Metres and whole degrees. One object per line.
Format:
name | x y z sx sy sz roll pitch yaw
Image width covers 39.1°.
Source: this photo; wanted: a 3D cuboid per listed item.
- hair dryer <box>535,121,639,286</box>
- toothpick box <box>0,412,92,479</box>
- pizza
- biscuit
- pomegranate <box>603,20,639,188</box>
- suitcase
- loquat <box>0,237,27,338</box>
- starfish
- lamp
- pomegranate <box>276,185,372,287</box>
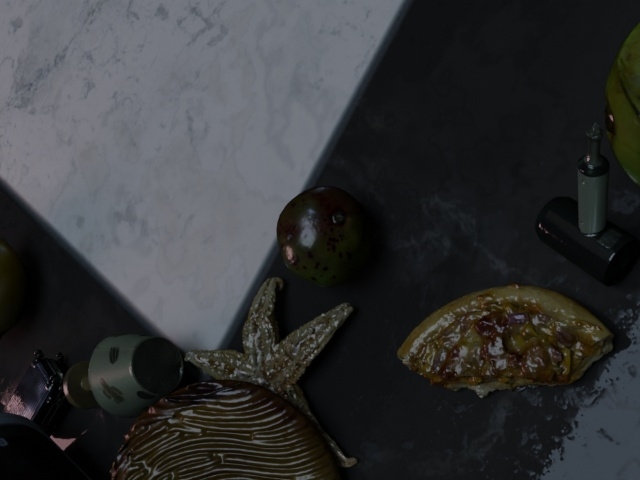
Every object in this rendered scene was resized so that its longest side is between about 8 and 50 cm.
hair dryer | 0.259 -0.045 0.872 0.057 0.197 0.100 -37 53 -17
toothpick box | -0.394 0.428 1.235 0.355 0.263 0.262 27 96 38
pizza | 0.189 0.107 0.963 0.246 0.058 0.127 2 81 41
biscuit | -0.122 0.329 1.099 0.318 0.040 0.317 -2 84 19
pomegranate | 0.373 -0.127 0.826 0.190 0.159 0.241 35 73 29
suitcase | -0.438 0.245 1.416 0.086 0.059 0.126 43 106 38
loquat | -0.563 0.080 1.501 0.152 0.152 0.195 -11 80 36
starfish | -0.048 0.161 1.141 0.295 0.048 0.231 31 99 36
lamp | -0.282 0.193 1.276 0.215 0.121 0.121 -23 65 46
pomegranate | 0.000 -0.003 1.099 0.130 0.130 0.130 -10 73 36
